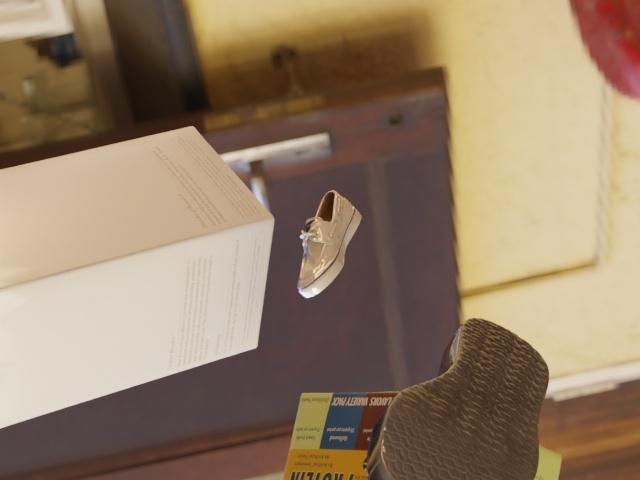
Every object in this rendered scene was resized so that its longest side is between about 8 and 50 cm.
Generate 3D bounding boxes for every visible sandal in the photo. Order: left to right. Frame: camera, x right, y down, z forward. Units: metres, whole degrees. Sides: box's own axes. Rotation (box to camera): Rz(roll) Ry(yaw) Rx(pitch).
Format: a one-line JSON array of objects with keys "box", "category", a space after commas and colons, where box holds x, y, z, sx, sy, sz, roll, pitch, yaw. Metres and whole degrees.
[{"box": [0.093, 0.124, 1.003, 0.054, 0.097, 0.254, -59, -10, 23], "category": "sandal"}]

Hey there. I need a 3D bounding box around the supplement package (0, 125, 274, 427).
[{"box": [-0.220, 0.029, 1.545, 0.175, 0.293, 0.177, 48, 141, 39], "category": "supplement package"}]

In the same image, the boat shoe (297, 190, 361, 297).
[{"box": [0.000, 0.000, 1.146, 0.035, 0.035, 0.100, 49, -139, -20], "category": "boat shoe"}]

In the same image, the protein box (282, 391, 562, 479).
[{"box": [0.076, 0.252, 1.349, 0.136, 0.200, 0.201, -8, 64, 50], "category": "protein box"}]
